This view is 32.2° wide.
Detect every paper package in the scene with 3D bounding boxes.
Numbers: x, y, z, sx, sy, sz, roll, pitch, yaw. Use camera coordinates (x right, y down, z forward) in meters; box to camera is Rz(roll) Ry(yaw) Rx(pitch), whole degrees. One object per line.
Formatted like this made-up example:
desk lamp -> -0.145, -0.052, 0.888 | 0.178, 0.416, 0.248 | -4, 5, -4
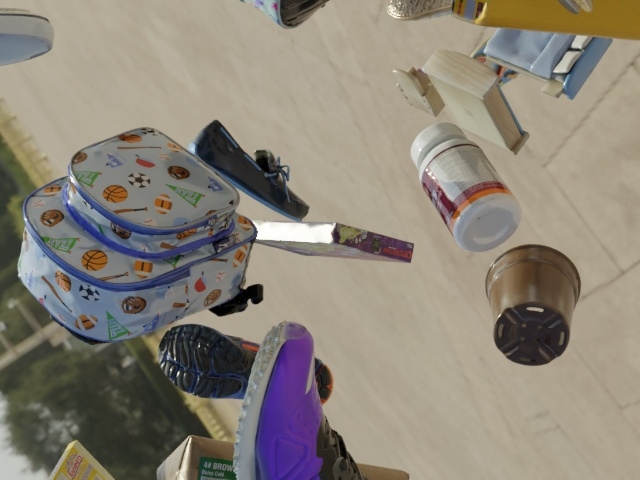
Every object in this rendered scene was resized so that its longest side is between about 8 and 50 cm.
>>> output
paper package -> -0.071, 0.408, 1.601 | 0.309, 0.325, 0.168 | 128, 151, -63

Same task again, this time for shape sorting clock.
shape sorting clock -> 0.397, -0.395, 2.420 | 0.040, 0.206, 0.206 | 55, 170, 23

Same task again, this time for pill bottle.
pill bottle -> 0.239, -0.094, 1.865 | 0.121, 0.121, 0.221 | 68, 176, -47

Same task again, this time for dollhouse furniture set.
dollhouse furniture set -> 0.315, -0.359, 1.966 | 0.286, 0.303, 0.198 | 32, 171, 35

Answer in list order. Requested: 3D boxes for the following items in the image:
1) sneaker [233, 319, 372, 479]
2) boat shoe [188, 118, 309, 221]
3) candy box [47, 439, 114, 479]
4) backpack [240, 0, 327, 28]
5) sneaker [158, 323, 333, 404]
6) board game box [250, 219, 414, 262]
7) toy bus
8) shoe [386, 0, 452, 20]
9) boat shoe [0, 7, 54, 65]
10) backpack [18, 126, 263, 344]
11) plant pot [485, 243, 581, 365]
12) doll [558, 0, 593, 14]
sneaker -> -0.004, 0.212, 0.992 | 0.102, 0.146, 0.293 | -80, -3, -72
boat shoe -> -0.104, -0.117, 1.902 | 0.258, 0.089, 0.109 | 33, 180, -41
candy box -> -0.423, 0.441, 1.863 | 0.105, 0.027, 0.206 | 50, -151, -17
backpack -> -0.022, -0.433, 1.559 | 0.191, 0.253, 0.225 | 33, 149, 13
sneaker -> -0.087, 0.154, 1.294 | 0.221, 0.083, 0.087 | 15, 175, 14
board game box -> 0.000, 0.000, 2.276 | 0.347, 0.208, 0.056 | 3, 85, 52
toy bus -> 0.341, -0.335, 1.493 | 0.130, 0.333, 0.108 | -140, 54, -62
shoe -> 0.232, -0.492, 2.307 | 0.219, 0.076, 0.058 | 5, 174, 43
boat shoe -> -0.568, -0.336, 1.590 | 0.136, 0.367, 0.156 | 82, -175, -79
backpack -> -0.239, -0.001, 1.395 | 0.276, 0.263, 0.213 | 33, 136, 27
plant pot -> 0.357, 0.118, 1.871 | 0.167, 0.167, 0.165 | 60, -156, -21
doll -> 0.369, -0.360, 1.346 | 0.046, 0.189, 0.129 | 40, 177, -14
